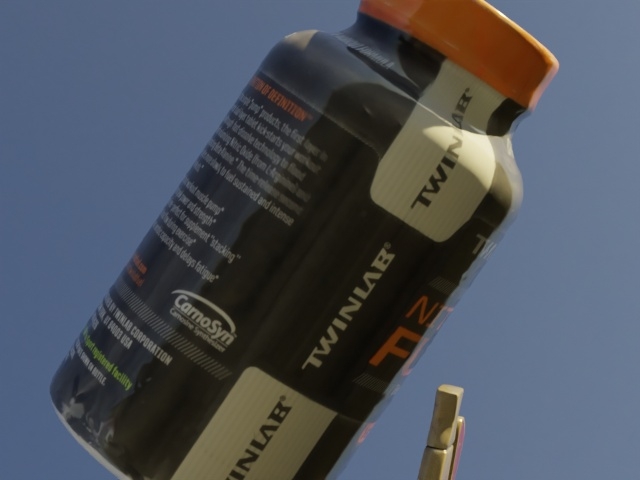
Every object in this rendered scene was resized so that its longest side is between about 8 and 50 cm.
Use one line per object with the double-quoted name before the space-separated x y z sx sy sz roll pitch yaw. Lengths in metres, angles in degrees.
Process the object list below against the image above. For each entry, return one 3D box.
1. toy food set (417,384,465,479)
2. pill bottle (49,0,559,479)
"toy food set" 0.025 0.106 0.514 0.078 0.019 0.122 43 -122 -78
"pill bottle" 0.000 0.000 0.706 0.130 0.130 0.245 30 -83 -40
